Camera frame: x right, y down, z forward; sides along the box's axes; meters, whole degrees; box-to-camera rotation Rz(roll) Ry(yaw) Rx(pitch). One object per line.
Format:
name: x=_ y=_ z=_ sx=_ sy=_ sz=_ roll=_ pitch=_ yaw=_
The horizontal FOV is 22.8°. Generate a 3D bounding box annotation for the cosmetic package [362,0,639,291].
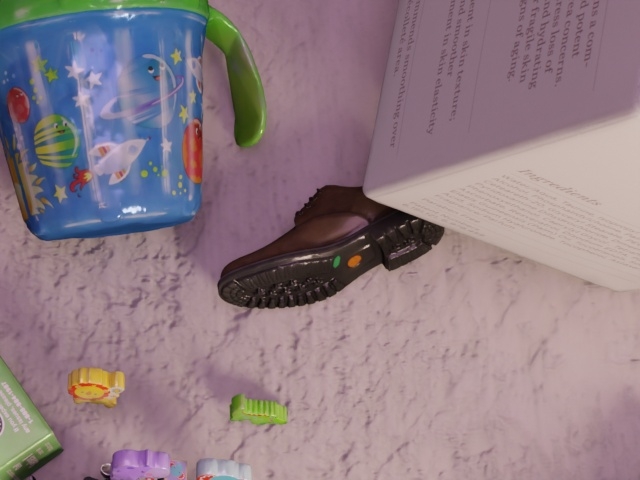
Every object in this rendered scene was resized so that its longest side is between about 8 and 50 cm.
cosmetic package: x=0.295 y=-0.168 z=1.411 sx=0.327 sy=0.394 sz=0.329 roll=20 pitch=73 yaw=-27

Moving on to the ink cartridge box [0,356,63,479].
ink cartridge box: x=-0.408 y=0.186 z=1.443 sx=0.278 sy=0.117 sz=0.201 roll=-35 pitch=81 yaw=-12

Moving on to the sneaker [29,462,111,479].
sneaker: x=-0.247 y=0.296 z=1.442 sx=0.235 sy=0.094 sz=0.153 roll=-37 pitch=80 yaw=-13

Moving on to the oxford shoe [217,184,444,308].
oxford shoe: x=0.000 y=0.000 z=1.562 sx=0.227 sy=0.083 sz=0.096 roll=-21 pitch=55 yaw=-8

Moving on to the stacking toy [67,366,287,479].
stacking toy: x=-0.125 y=0.209 z=1.448 sx=0.221 sy=0.052 sz=0.167 roll=10 pitch=56 yaw=-22

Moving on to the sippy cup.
sippy cup: x=-0.208 y=-0.118 z=1.500 sx=0.306 sy=0.240 sz=0.224 roll=-8 pitch=86 yaw=2
